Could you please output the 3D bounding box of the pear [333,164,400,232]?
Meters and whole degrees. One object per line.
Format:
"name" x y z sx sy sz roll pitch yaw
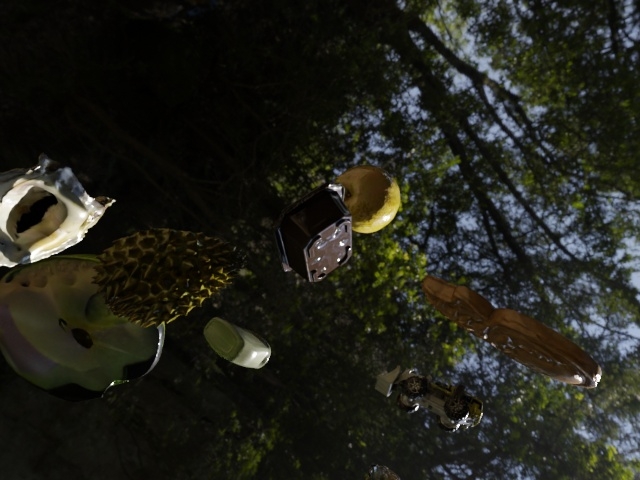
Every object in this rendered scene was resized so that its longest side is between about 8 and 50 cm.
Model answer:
"pear" 0.104 -0.102 1.183 0.178 0.178 0.178 -26 -154 14

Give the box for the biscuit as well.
"biscuit" 0.288 0.145 0.769 0.289 0.202 0.044 28 -102 24

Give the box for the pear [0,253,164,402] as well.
"pear" -0.563 0.183 1.197 0.399 0.398 0.165 -28 -163 11

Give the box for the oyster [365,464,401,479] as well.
"oyster" 0.180 0.677 1.256 0.081 0.191 0.163 -47 159 17

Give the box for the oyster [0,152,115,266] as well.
"oyster" -0.516 -0.054 0.883 0.275 0.100 0.271 -46 171 -30

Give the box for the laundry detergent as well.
"laundry detergent" -0.242 0.322 1.503 0.181 0.253 0.091 32 -96 30

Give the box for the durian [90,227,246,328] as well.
"durian" -0.304 0.066 0.890 0.307 0.172 0.166 -27 -176 20

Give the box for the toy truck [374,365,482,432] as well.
"toy truck" 0.294 0.421 1.321 0.286 0.136 0.111 23 -126 16

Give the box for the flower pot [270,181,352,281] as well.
"flower pot" 0.000 0.000 1.034 0.179 0.250 0.084 -34 -116 -15
